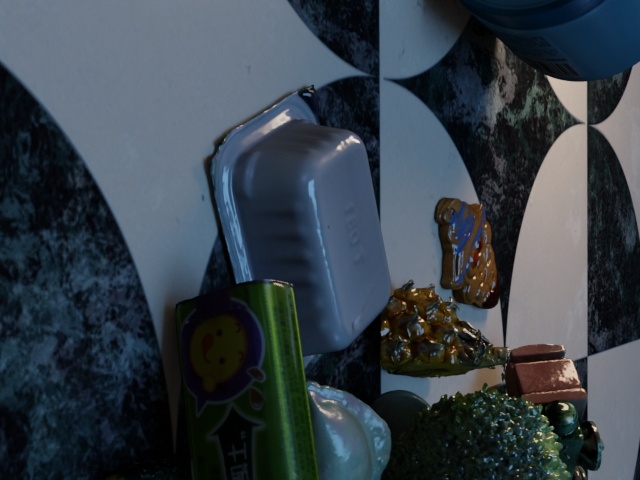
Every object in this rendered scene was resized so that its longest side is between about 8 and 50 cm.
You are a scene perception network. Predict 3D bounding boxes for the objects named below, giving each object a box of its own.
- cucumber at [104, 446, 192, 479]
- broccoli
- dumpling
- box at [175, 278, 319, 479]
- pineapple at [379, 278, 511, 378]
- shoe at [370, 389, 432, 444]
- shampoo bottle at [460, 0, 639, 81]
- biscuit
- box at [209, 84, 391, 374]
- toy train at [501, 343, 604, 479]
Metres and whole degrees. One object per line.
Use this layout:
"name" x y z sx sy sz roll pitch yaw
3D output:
"cucumber" -0.141 0.242 1.297 0.256 0.043 0.044 -6 88 -61
"broccoli" 0.214 0.388 1.597 0.301 0.249 0.375 22 95 -22
"dumpling" 0.012 0.268 1.504 0.149 0.104 0.217 -28 119 -60
"box" -0.068 0.223 1.250 0.097 0.134 0.346 20 56 -57
"pineapple" 0.186 0.127 1.769 0.249 0.164 0.140 18 67 -56
"shoe" 0.144 0.304 1.744 0.100 0.103 0.251 -95 160 -67
"shampoo bottle" 0.389 -0.454 1.945 0.342 0.331 0.331 24 69 -60
"biscuit" 0.249 0.029 2.004 0.280 0.043 0.183 55 48 -42
"box" 0.000 0.000 1.485 0.264 0.106 0.337 -42 126 -53
"toy train" 0.383 0.341 2.091 0.304 0.150 0.222 91 -9 -46
